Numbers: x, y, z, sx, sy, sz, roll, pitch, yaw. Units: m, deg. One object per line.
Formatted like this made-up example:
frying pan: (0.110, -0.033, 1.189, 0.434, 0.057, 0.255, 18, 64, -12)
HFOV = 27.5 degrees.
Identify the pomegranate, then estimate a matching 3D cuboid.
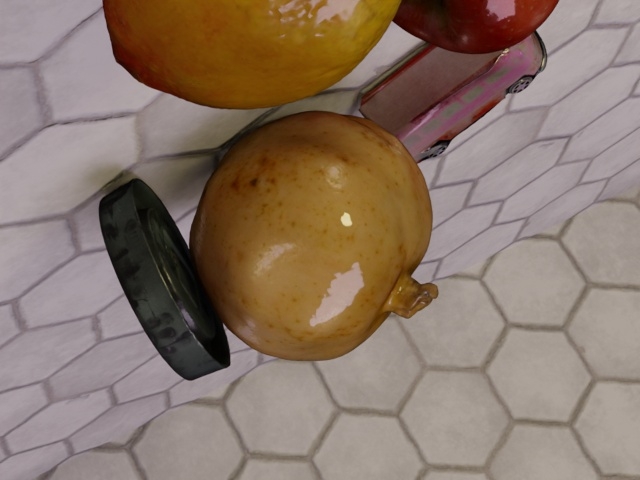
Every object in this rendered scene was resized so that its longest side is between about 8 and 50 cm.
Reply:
pomegranate: (0.000, 0.000, 2.023, 0.411, 0.411, 0.411, -27, 161, -10)

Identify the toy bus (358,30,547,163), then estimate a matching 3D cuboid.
toy bus: (0.214, -0.252, 2.114, 0.303, 0.127, 0.147, -37, 157, 21)

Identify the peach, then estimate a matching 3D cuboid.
peach: (-0.060, -0.289, 1.339, 0.372, 0.290, 0.372, -53, -172, 11)

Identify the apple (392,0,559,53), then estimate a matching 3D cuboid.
apple: (0.180, -0.357, 1.594, 0.216, 0.260, 0.260, -49, 169, -21)

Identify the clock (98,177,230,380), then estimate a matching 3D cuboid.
clock: (-0.232, 0.061, 1.971, 0.066, 0.319, 0.319, -27, 162, 5)
